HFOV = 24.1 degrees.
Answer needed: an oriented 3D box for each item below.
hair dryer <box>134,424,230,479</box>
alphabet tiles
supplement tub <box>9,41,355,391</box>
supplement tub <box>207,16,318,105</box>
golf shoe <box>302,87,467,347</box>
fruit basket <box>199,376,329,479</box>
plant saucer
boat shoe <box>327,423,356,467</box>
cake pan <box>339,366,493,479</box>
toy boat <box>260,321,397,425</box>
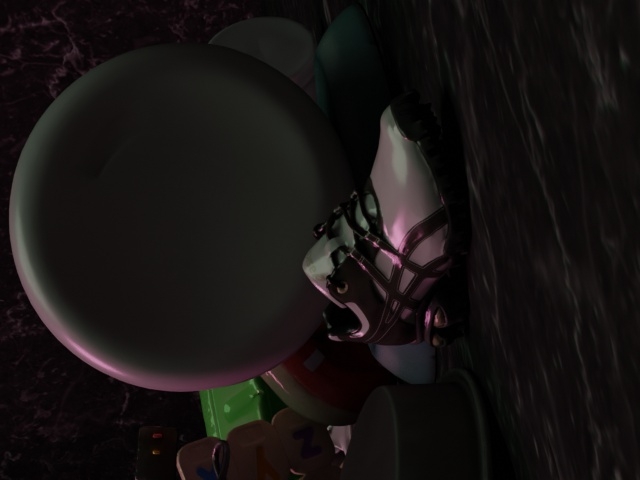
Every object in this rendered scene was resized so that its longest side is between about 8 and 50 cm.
[{"bbox_3d":[-0.081,0.300,1.260,0.223,0.080,0.293,42,-139,-67],"label":"hair dryer"},{"bbox_3d":[-0.024,0.309,1.468,0.021,0.284,0.278,-40,71,54],"label":"alphabet tiles"},{"bbox_3d":[-0.097,-0.005,1.157,0.331,0.241,0.241,111,148,-85],"label":"supplement tub"},{"bbox_3d":[-0.053,-0.129,1.641,0.144,0.144,0.200,-104,4,-46],"label":"supplement tub"},{"bbox_3d":[0.035,0.000,0.870,0.198,0.094,0.077,84,176,-46],"label":"golf shoe"},{"bbox_3d":[-0.048,0.273,2.314,0.392,0.283,0.392,175,90,-71],"label":"fruit basket"},{"bbox_3d":[0.039,-0.032,1.218,0.317,0.043,0.317,169,90,-87],"label":"plant saucer"},{"bbox_3d":[0.043,0.248,1.821,0.095,0.084,0.258,82,176,-51],"label":"boat shoe"},{"bbox_3d":[0.044,0.221,0.945,0.293,0.054,0.293,-170,90,-83],"label":"cake pan"},{"bbox_3d":[-0.002,0.070,1.506,0.231,0.151,0.151,48,-165,-5],"label":"toy boat"}]
